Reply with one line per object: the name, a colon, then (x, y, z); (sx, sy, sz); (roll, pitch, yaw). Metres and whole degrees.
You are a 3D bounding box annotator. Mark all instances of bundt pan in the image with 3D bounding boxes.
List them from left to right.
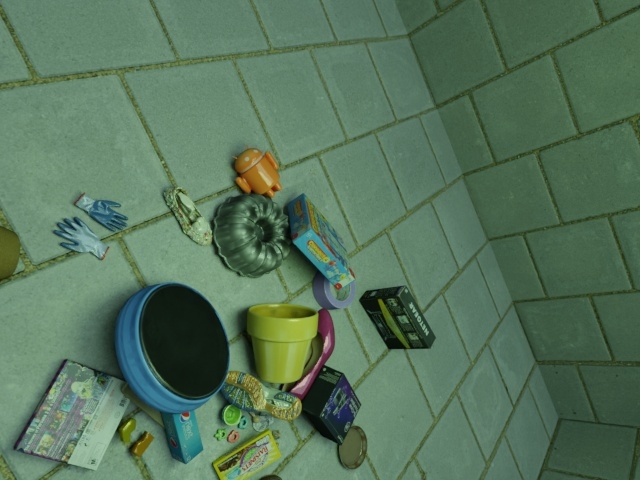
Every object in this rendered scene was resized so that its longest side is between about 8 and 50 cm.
bundt pan: (-0.231, -0.031, 1.572); (0.330, 0.124, 0.332); (19, 63, -43)

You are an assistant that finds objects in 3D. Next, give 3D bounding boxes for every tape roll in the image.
tape roll: (0.060, 0.205, 1.827); (0.188, 0.080, 0.189); (13, 71, -41)

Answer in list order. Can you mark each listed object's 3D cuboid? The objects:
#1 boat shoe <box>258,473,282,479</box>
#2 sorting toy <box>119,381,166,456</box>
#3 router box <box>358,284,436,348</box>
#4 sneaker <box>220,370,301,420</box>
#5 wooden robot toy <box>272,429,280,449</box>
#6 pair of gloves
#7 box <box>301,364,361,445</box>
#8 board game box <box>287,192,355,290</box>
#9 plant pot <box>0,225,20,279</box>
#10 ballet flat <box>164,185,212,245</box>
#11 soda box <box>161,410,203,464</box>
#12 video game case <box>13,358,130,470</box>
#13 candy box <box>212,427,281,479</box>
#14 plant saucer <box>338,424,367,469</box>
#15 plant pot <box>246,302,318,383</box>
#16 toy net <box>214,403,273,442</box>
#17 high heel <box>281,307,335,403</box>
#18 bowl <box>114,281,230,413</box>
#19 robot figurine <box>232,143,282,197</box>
boat shoe: (-0.205, 0.854, 1.417); (0.206, 0.073, 0.073); (2, 77, -44)
sorting toy: (-0.492, 0.462, 1.262); (0.307, 0.041, 0.229); (-56, 130, -36)
router box: (0.354, 0.363, 1.943); (0.081, 0.242, 0.309); (-44, 110, -40)
sneaker: (-0.215, 0.547, 1.454); (0.296, 0.131, 0.112); (26, 66, -3)
wooden robot toy: (-0.183, 0.728, 1.465); (0.173, 0.079, 0.077); (-28, 98, -44)
pair of gloves: (-0.678, -0.047, 1.255); (0.159, 0.023, 0.198); (39, 56, -31)
box: (0.046, 0.637, 1.617); (0.184, 0.103, 0.261); (-53, 137, -29)
board game box: (0.000, 0.000, 1.692); (0.302, 0.086, 0.308); (49, 15, -30)
plant pot: (-0.857, 0.021, 0.959); (0.254, 0.236, 0.238); (12, 70, -57)
ballet flat: (-0.445, -0.083, 1.440); (0.241, 0.077, 0.091); (55, 48, -18)
soda box: (-0.420, 0.555, 1.264); (0.071, 0.067, 0.211); (-24, 111, -51)
video game case: (-0.647, 0.469, 1.131); (0.210, 0.041, 0.232); (37, 56, -32)
candy box: (-0.241, 0.727, 1.395); (0.205, 0.027, 0.105); (-26, 99, -19)
plant saucer: (0.131, 0.862, 1.753); (0.168, 0.029, 0.169); (12, 72, -40)
plant pot: (-0.141, 0.367, 1.502); (0.253, 0.253, 0.240); (2, 93, -42)
toy net: (-0.248, 0.635, 1.453); (0.232, 0.045, 0.122); (22, 64, -37)
high heel: (-0.049, 0.441, 1.627); (0.181, 0.127, 0.378); (25, 65, -44)
bowl: (-0.416, 0.303, 1.248); (0.391, 0.077, 0.391); (51, 23, -31)
robot figurine: (-0.247, -0.264, 1.636); (0.219, 0.158, 0.128); (52, 15, -20)
